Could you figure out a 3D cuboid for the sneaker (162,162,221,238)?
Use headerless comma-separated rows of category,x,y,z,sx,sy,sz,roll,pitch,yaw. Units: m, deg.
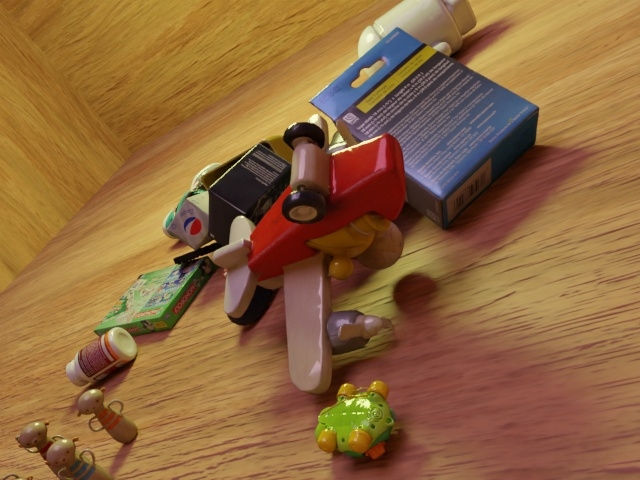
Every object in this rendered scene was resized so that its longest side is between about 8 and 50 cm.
sneaker,-0.357,-0.135,1.937,0.178,0.124,0.295,-9,44,56

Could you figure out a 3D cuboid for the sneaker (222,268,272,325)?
sneaker,-0.161,0.082,1.335,0.145,0.090,0.270,127,154,-50

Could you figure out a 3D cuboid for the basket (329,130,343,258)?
basket,0.054,-0.088,1.242,0.204,0.154,0.227,22,62,26

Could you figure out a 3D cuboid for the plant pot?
plant pot,-0.121,-0.141,1.542,0.212,0.212,0.187,-25,16,28

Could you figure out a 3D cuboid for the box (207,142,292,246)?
box,-0.141,-0.078,1.257,0.158,0.093,0.156,-49,-15,-32

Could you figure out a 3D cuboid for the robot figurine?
robot figurine,0.252,-0.560,1.762,0.353,0.200,0.300,-34,40,10

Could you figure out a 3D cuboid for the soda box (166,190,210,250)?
soda box,-0.281,-0.063,1.608,0.098,0.091,0.286,-54,-1,13

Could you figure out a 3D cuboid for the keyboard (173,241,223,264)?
keyboard,-0.281,0.022,1.591,0.180,0.023,0.108,-22,1,-5

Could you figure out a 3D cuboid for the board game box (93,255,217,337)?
board game box,-0.427,0.151,1.617,0.317,0.046,0.213,-14,33,42

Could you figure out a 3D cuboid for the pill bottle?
pill bottle,-0.509,0.273,1.458,0.152,0.086,0.086,-32,24,11

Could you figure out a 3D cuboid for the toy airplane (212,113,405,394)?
toy airplane,0.000,0.000,1.015,0.384,0.272,0.386,39,112,64

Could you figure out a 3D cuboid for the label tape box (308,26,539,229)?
label tape box,0.181,-0.213,1.141,0.240,0.106,0.334,-42,59,-11

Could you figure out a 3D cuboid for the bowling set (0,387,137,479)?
bowling set,-0.445,0.394,1.062,0.287,0.154,0.200,-43,24,-12

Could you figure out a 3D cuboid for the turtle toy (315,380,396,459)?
turtle toy,0.041,0.232,0.783,0.130,0.066,0.095,-17,31,40
